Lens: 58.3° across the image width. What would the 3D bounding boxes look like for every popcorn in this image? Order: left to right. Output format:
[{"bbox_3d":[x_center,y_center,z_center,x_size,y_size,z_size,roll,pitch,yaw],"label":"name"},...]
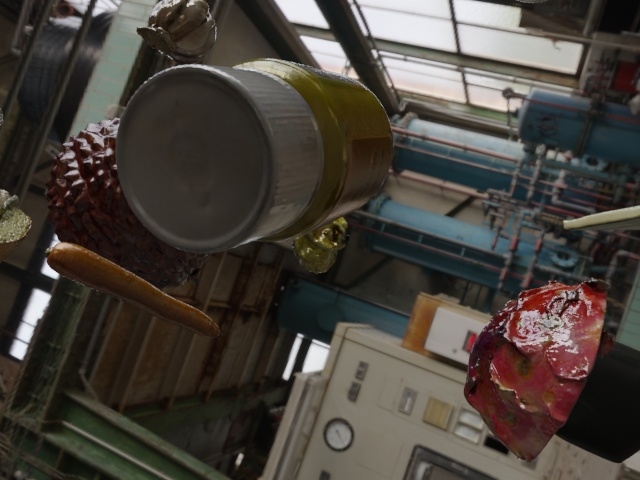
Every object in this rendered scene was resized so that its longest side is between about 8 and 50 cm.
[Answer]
[{"bbox_3d":[-0.001,-0.002,1.847,0.189,0.169,0.218,127,148,-54],"label":"popcorn"}]

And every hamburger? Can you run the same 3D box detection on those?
[{"bbox_3d":[-0.529,0.005,0.872,0.135,0.207,0.155,35,-90,-37],"label":"hamburger"}]

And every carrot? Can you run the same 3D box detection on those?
[{"bbox_3d":[-0.236,0.070,0.746,0.248,0.043,0.043,32,-108,-25],"label":"carrot"}]

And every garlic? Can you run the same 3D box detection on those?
[{"bbox_3d":[-0.250,-0.427,1.104,0.127,0.131,0.194,42,-117,-37],"label":"garlic"}]

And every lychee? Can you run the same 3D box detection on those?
[{"bbox_3d":[-0.426,-0.067,1.416,0.500,0.424,0.425,54,-127,-37],"label":"lychee"}]

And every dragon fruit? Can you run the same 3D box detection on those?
[{"bbox_3d":[0.283,0.135,0.750,0.274,0.126,0.161,-59,-8,-19],"label":"dragon fruit"}]

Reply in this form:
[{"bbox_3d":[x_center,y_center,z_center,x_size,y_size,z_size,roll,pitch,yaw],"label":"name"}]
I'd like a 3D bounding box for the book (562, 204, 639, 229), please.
[{"bbox_3d":[0.592,-0.039,0.975,0.201,0.289,0.026,161,106,-64],"label":"book"}]

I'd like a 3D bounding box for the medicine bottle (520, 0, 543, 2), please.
[{"bbox_3d":[0.225,-0.430,0.798,0.130,0.341,0.130,-17,-47,-19],"label":"medicine bottle"}]

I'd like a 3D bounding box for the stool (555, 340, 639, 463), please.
[{"bbox_3d":[0.559,0.306,1.136,0.141,0.232,0.232,4,-77,-63],"label":"stool"}]

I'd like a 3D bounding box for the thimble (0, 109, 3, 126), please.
[{"bbox_3d":[-0.618,-0.233,0.983,0.102,0.090,0.115,-113,5,-66],"label":"thimble"}]

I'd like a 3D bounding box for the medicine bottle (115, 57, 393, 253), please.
[{"bbox_3d":[-0.057,-0.112,0.726,0.384,0.224,0.224,-29,-46,-66],"label":"medicine bottle"}]
